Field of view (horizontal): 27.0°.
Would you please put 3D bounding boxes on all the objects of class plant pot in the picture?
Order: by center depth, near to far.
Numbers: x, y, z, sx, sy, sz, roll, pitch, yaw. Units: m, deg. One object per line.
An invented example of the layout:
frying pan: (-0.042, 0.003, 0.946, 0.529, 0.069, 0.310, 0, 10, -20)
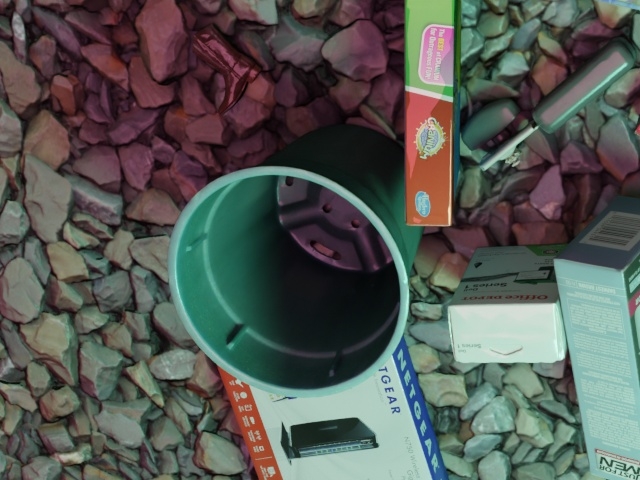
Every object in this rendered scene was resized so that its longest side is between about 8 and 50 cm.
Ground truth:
plant pot: (0.000, 0.000, 1.927, 0.341, 0.334, 0.341, 7, 114, 16)

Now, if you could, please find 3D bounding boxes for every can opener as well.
can opener: (0.320, -0.195, 1.886, 0.280, 0.074, 0.093, -36, 97, 27)

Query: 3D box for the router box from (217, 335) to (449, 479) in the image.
router box: (0.025, 0.307, 2.192, 0.301, 0.082, 0.335, -12, 108, 22)

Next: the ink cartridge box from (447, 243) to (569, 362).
ink cartridge box: (0.286, 0.089, 1.936, 0.160, 0.219, 0.092, -3, 111, 19)

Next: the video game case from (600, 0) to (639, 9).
video game case: (0.510, -0.421, 1.735, 0.244, 0.061, 0.269, 15, 116, 10)

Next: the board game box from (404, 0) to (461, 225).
board game box: (0.157, -0.210, 1.837, 0.064, 0.242, 0.316, 2, 114, 8)

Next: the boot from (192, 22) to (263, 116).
boot: (-0.161, -0.261, 2.033, 0.114, 0.037, 0.106, 38, 105, -4)

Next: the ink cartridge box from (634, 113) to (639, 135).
ink cartridge box: (0.542, -0.165, 1.828, 0.175, 0.072, 0.127, 31, 118, 3)

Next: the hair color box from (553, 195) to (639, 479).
hair color box: (0.448, 0.147, 1.887, 0.113, 0.185, 0.374, 12, 127, 40)
